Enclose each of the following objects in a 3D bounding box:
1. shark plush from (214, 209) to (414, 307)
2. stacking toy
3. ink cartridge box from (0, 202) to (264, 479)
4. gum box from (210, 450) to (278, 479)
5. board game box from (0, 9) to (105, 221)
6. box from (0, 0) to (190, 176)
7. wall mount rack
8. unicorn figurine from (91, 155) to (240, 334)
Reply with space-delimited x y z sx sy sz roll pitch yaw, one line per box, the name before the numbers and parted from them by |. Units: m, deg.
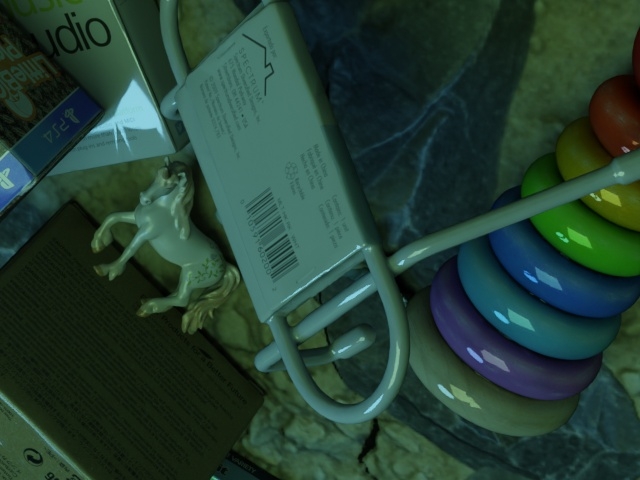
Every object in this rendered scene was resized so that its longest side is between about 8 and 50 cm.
shark plush | 0.000 0.000 1.159 0.161 0.073 0.067 19 150 -11
stacking toy | 0.184 -0.027 1.004 0.141 0.141 0.330 32 121 3
ink cartridge box | -0.185 0.117 1.208 0.234 0.193 0.088 46 129 -7
gum box | -0.131 0.248 1.362 0.157 0.041 0.184 32 127 3
board game box | -0.347 -0.100 1.078 0.232 0.141 0.291 -40 100 25
box | -0.248 -0.197 1.125 0.232 0.058 0.322 -9 115 28
wall mount rack | 0.038 -0.073 0.979 0.304 0.130 0.350 -36 68 40
unicorn figurine | -0.121 -0.001 1.180 0.111 0.060 0.162 -35 135 12
